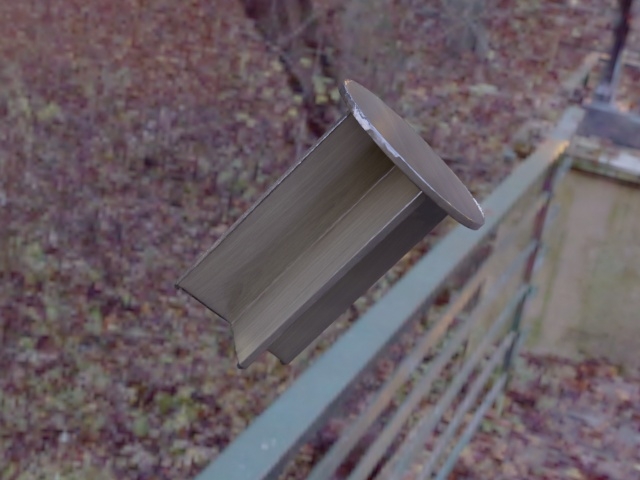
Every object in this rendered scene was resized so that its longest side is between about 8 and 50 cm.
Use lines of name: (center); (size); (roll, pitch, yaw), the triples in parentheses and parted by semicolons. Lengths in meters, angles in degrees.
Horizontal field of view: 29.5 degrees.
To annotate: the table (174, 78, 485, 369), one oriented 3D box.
table: (0.000, 0.000, 1.031); (0.167, 0.226, 0.167); (43, 15, -14)
